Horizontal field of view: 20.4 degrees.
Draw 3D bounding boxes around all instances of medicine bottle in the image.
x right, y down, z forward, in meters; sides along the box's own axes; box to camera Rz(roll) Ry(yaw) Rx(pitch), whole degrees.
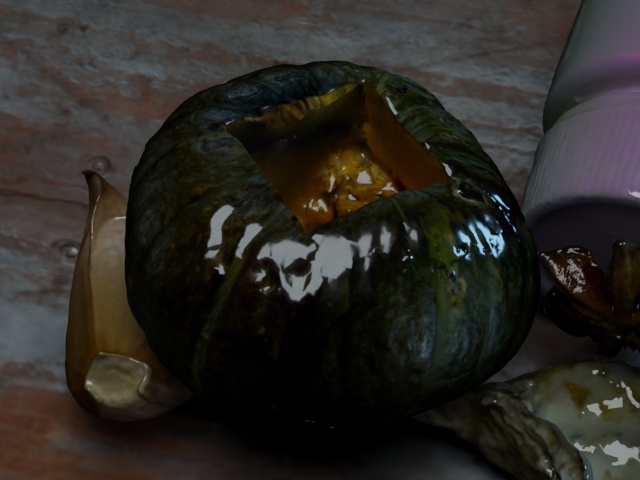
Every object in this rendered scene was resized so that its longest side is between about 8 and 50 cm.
[{"bbox_3d":[0.305,-0.124,1.473,0.219,0.219,0.388,15,57,11],"label":"medicine bottle"}]

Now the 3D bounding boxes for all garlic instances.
[{"bbox_3d":[-0.156,0.063,1.421,0.128,0.115,0.207,16,44,-36],"label":"garlic"}]

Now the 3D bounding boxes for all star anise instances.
[{"bbox_3d":[0.234,0.050,1.342,0.168,0.168,0.057,16,68,12],"label":"star anise"}]

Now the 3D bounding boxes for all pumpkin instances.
[{"bbox_3d":[0.000,0.000,1.335,0.320,0.192,0.320,4,45,-4],"label":"pumpkin"}]

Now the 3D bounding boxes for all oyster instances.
[{"bbox_3d":[0.257,0.193,1.343,0.204,0.111,0.396,-28,56,-37],"label":"oyster"}]
